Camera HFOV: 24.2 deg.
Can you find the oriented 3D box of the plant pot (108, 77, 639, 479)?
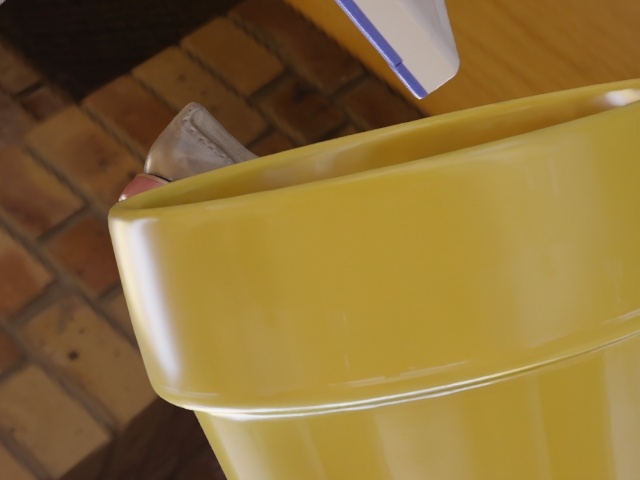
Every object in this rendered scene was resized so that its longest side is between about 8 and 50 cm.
[{"bbox_3d":[0.057,0.071,0.642,0.254,0.254,0.239,-5,100,46],"label":"plant pot"}]

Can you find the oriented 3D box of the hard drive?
[{"bbox_3d":[-0.023,-0.259,1.002,0.040,0.210,0.318,-35,114,17],"label":"hard drive"}]

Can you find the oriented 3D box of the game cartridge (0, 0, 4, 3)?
[{"bbox_3d":[-0.292,-0.176,0.789,0.230,0.355,0.068,51,-175,-11],"label":"game cartridge"}]

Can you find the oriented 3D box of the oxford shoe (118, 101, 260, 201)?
[{"bbox_3d":[0.000,0.000,1.333,0.348,0.130,0.123,31,165,-19],"label":"oxford shoe"}]
